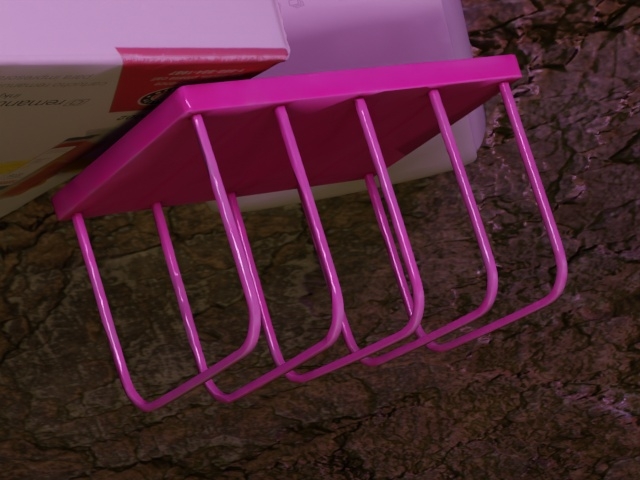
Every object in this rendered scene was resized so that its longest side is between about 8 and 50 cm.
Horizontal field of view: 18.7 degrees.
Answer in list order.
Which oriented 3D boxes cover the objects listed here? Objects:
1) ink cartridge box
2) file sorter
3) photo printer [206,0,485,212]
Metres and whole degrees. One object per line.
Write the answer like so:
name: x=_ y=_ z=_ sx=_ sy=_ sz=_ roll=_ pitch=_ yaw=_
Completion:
ink cartridge box: x=-0.255 y=-0.125 z=1.317 sx=0.279 sy=0.160 sz=0.385 roll=-7 pitch=168 yaw=-44
file sorter: x=0.000 y=0.000 z=1.381 sx=0.291 sy=0.182 sz=0.202 roll=-9 pitch=166 yaw=-36
photo printer: x=-0.011 y=-0.146 z=1.518 sx=0.256 sy=0.107 sz=0.307 roll=-11 pitch=151 yaw=5
